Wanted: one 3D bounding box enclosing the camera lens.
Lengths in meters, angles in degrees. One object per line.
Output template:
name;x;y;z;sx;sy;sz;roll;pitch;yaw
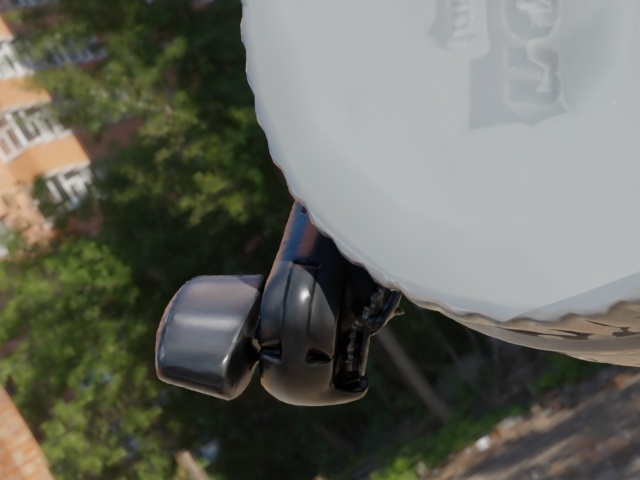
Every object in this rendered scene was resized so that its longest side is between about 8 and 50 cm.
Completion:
camera lens;0.136;-0.069;0.460;0.219;0.219;0.274;-35;-23;33

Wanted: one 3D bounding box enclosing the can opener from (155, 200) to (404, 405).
can opener;0.000;0.000;0.487;0.186;0.073;0.059;-62;-11;-64
